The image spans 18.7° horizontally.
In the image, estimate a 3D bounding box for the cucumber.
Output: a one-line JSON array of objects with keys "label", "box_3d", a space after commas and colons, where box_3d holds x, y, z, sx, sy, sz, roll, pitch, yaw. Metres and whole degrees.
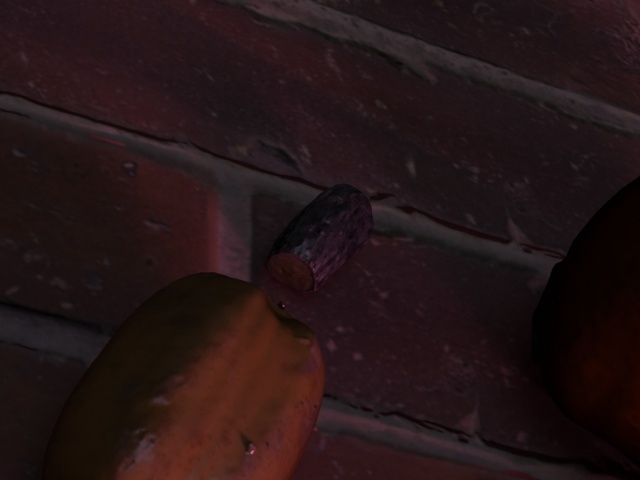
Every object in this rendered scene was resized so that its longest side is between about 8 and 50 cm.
[{"label": "cucumber", "box_3d": [0.001, -0.001, 1.688, 0.064, 0.064, 0.112, 37, 42, 5]}]

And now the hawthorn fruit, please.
[{"label": "hawthorn fruit", "box_3d": [0.347, 0.065, 1.656, 0.308, 0.325, 0.308, 2, 71, -6]}]

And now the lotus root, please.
[{"label": "lotus root", "box_3d": [-0.109, 0.154, 1.410, 0.169, 0.151, 0.343, 42, 42, -8]}]
